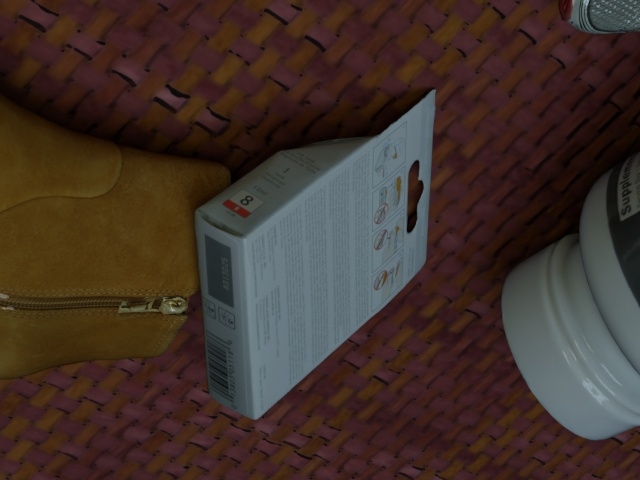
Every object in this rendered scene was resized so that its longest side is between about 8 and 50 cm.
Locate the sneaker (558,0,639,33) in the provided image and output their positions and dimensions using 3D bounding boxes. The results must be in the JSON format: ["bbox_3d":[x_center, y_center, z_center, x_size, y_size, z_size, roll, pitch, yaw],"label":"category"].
[{"bbox_3d":[0.240,-0.160,0.827,0.225,0.093,0.088,-15,133,-9],"label":"sneaker"}]

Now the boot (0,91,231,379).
[{"bbox_3d":[-0.145,-0.041,0.777,0.211,0.104,0.295,-4,135,-26],"label":"boot"}]

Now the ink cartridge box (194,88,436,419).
[{"bbox_3d":[0.000,0.000,0.876,0.179,0.045,0.145,-42,145,-38],"label":"ink cartridge box"}]

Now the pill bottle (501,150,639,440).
[{"bbox_3d":[0.270,0.002,0.886,0.176,0.176,0.318,26,135,-37],"label":"pill bottle"}]
